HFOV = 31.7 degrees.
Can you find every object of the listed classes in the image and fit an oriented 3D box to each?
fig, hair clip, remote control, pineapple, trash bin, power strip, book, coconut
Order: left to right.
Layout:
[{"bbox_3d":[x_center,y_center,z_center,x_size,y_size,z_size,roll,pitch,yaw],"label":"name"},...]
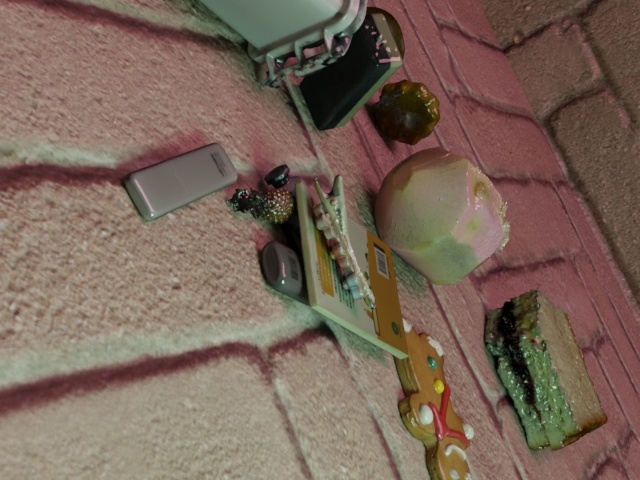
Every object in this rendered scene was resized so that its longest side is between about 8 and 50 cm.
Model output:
[{"bbox_3d":[-0.185,-0.082,1.520,0.067,0.029,0.261,61,25,-3],"label":"remote control"},{"bbox_3d":[-0.109,-0.460,1.818,0.368,0.256,0.296,28,61,-41],"label":"trash bin"},{"bbox_3d":[-0.085,-0.058,1.661,0.124,0.058,0.058,15,51,-59],"label":"pineapple"},{"bbox_3d":[0.030,0.006,1.679,0.062,0.056,0.214,-58,133,-80],"label":"hair clip"},{"bbox_3d":[0.060,-0.385,2.295,0.259,0.151,0.151,-29,91,-40],"label":"fig"},{"bbox_3d":[0.054,-0.294,1.977,0.070,0.257,0.105,-16,77,-30],"label":"power strip"},{"bbox_3d":[0.052,0.052,1.765,0.295,0.020,0.208,34,42,-53],"label":"book"},{"bbox_3d":[0.218,-0.054,2.082,0.245,0.233,0.233,42,30,-45],"label":"coconut"}]

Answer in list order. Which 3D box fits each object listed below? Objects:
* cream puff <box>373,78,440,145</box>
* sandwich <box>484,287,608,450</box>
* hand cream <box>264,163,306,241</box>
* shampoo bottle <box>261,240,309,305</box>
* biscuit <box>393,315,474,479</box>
[{"bbox_3d":[0.183,-0.274,2.360,0.146,0.146,0.116,57,22,-12],"label":"cream puff"},{"bbox_3d":[0.465,0.267,2.358,0.262,0.131,0.325,2,65,-62],"label":"sandwich"},{"bbox_3d":[0.000,0.000,1.783,0.271,0.058,0.091,56,15,-22],"label":"hand cream"},{"bbox_3d":[-0.026,0.058,1.676,0.165,0.040,0.080,31,38,-52],"label":"shampoo bottle"},{"bbox_3d":[0.197,0.286,1.883,0.216,0.047,0.339,33,36,-47],"label":"biscuit"}]
